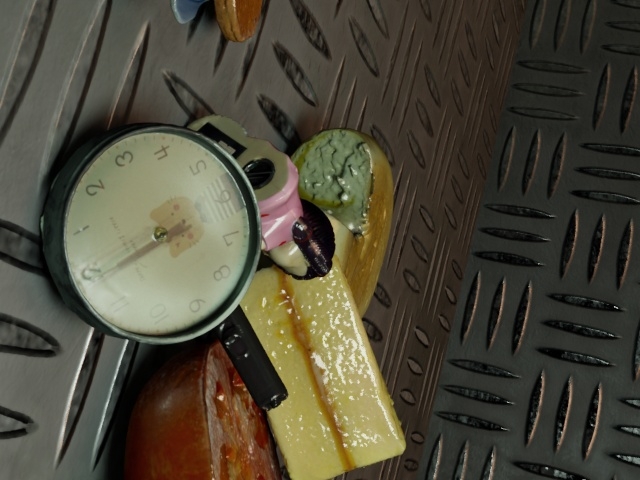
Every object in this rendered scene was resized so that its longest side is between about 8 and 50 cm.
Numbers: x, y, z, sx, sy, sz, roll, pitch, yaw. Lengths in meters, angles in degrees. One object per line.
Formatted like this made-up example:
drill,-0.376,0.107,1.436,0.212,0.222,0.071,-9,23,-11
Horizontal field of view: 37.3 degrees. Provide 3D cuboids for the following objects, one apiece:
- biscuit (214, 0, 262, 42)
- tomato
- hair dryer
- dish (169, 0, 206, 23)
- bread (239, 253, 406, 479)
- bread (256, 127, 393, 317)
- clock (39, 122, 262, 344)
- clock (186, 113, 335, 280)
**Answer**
biscuit,-0.086,-0.391,1.116,0.205,0.049,0.323,29,67,-78
tomato,-0.147,0.278,1.141,0.338,0.144,0.338,-12,90,-84
hair dryer,-0.110,0.082,1.082,0.089,0.251,0.197,-38,161,10
dish,-0.153,-0.350,0.925,0.228,0.086,0.236,55,50,-62
bread,-0.009,0.168,1.236,0.163,0.168,0.264,-110,179,-54
bread,0.000,0.000,1.417,0.333,0.160,0.333,13,90,-69
clock,-0.162,-0.008,0.950,0.226,0.049,0.226,0,91,-35
clock,-0.072,-0.046,1.151,0.100,0.194,0.195,-45,142,-10
